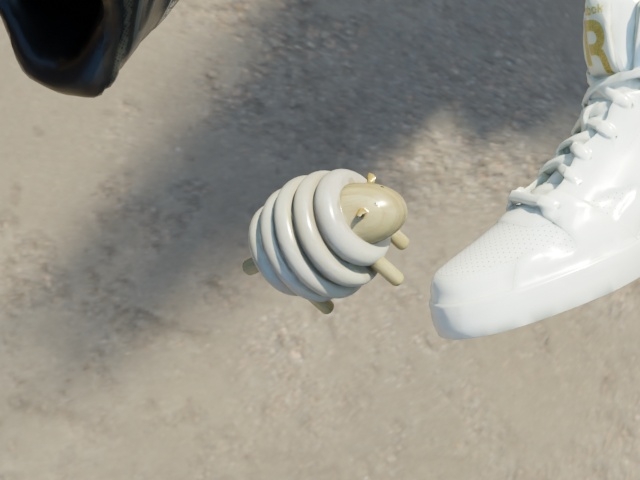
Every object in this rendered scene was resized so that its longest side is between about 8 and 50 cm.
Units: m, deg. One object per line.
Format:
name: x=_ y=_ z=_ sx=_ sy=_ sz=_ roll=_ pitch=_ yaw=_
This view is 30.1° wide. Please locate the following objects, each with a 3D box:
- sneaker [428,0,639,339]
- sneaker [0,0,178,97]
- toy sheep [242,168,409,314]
sneaker: x=0.172 y=-0.066 z=0.748 sx=0.292 sy=0.108 sz=0.169 roll=-27 pitch=104 yaw=-15
sneaker: x=-0.189 y=-0.214 z=0.537 sx=0.185 sy=0.483 sz=0.202 roll=16 pitch=77 yaw=31
toy sheep: x=0.000 y=0.000 z=0.758 sx=0.132 sy=0.091 sz=0.091 roll=-28 pitch=84 yaw=33
